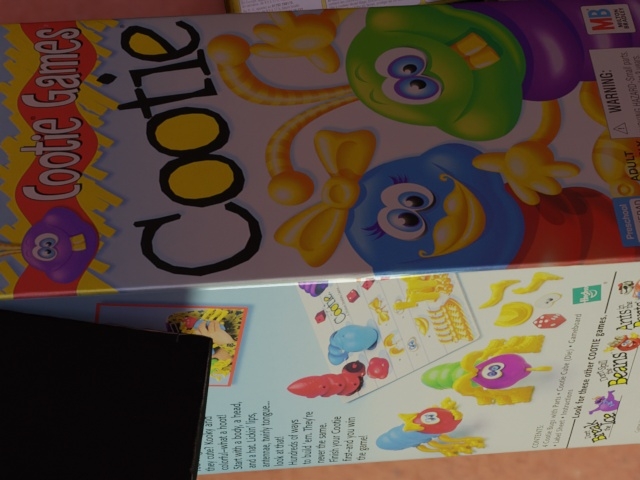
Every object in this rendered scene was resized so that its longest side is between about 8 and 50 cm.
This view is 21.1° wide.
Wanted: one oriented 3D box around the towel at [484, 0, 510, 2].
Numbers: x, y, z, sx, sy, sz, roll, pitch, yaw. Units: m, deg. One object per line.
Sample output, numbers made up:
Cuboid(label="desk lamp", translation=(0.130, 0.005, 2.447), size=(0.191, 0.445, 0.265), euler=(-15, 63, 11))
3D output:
Cuboid(label="towel", translation=(0.122, -0.260, 0.754), size=(0.248, 0.038, 0.325), euler=(35, 81, -23))

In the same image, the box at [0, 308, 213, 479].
Cuboid(label="box", translation=(-0.147, 0.139, 0.668), size=(0.184, 0.261, 0.103), euler=(6, 49, -5))

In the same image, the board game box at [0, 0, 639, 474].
Cuboid(label="board game box", translation=(0.000, 0.000, 0.714), size=(0.275, 0.144, 0.142), euler=(-3, 53, -4))

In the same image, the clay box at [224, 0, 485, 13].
Cuboid(label="clay box", translation=(0.002, -0.207, 0.787), size=(0.127, 0.053, 0.222), euler=(-10, 88, -5))
